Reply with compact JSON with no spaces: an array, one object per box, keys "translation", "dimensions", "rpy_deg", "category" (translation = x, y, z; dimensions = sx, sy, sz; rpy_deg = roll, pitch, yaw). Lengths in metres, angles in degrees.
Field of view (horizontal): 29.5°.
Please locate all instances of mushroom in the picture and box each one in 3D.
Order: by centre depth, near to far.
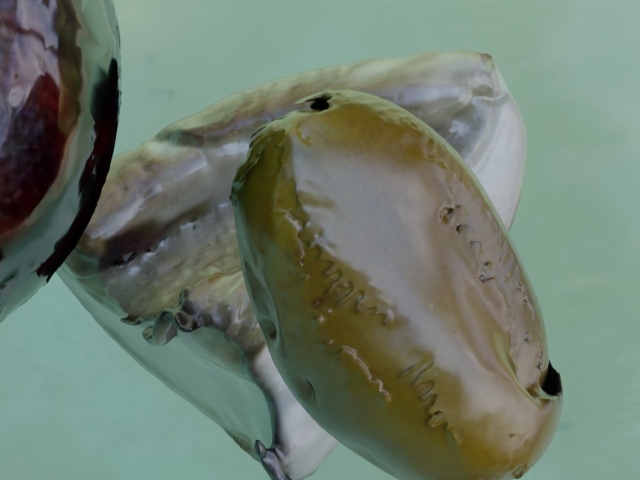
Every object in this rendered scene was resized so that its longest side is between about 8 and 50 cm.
[{"translation":[-0.016,-0.026,1.101],"dimensions":[0.397,0.314,0.224],"rpy_deg":[-43,135,-19],"category":"mushroom"}]

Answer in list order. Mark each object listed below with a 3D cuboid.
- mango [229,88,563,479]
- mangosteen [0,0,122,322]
[{"translation":[0.039,0.034,0.669],"dimensions":[0.151,0.156,0.248],"rpy_deg":[-28,112,3],"category":"mango"},{"translation":[-0.309,-0.124,0.701],"dimensions":[0.381,0.421,0.381],"rpy_deg":[-11,126,-15],"category":"mangosteen"}]
